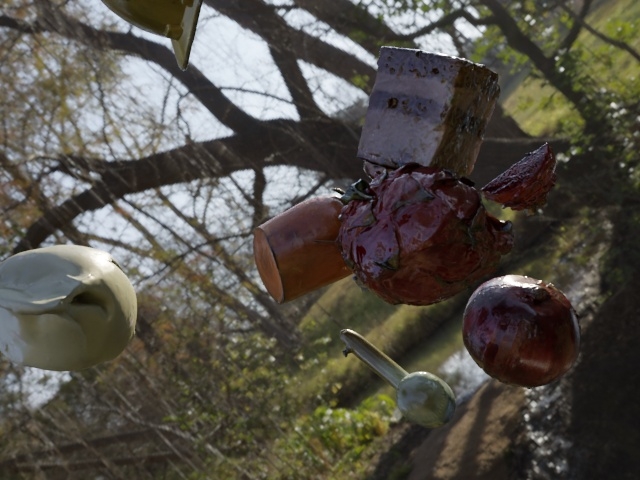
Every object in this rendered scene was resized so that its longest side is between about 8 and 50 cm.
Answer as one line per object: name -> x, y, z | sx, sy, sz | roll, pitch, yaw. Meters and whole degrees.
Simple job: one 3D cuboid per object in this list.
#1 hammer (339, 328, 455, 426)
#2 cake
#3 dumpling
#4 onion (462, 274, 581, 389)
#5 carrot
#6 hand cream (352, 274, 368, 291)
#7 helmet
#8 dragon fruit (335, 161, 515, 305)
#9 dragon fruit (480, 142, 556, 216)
hammer -> 0.155, 0.289, 1.449 | 0.113, 0.305, 0.202 | -51, -26, -7
cake -> 0.202, -0.215, 1.297 | 0.196, 0.198, 0.293 | -1, -70, -58
dumpling -> -0.493, 0.111, 1.211 | 0.395, 0.315, 0.233 | 59, -131, -76
onion -> 0.460, 0.199, 1.523 | 0.276, 0.276, 0.276 | -45, -7, -7
carrot -> 0.000, 0.000, 1.478 | 0.331, 0.193, 0.214 | -22, -20, -1
hand cream -> 0.112, 0.116, 1.818 | 0.030, 0.019, 0.093 | -16, -33, 18
helmet -> -0.195, -0.320, 0.712 | 0.140, 0.205, 0.257 | 5, -41, -21
dragon fruit -> 0.172, -0.010, 1.103 | 0.244, 0.298, 0.245 | 1, -90, -83
dragon fruit -> 0.414, -0.099, 1.301 | 0.162, 0.106, 0.083 | -38, 28, 12
